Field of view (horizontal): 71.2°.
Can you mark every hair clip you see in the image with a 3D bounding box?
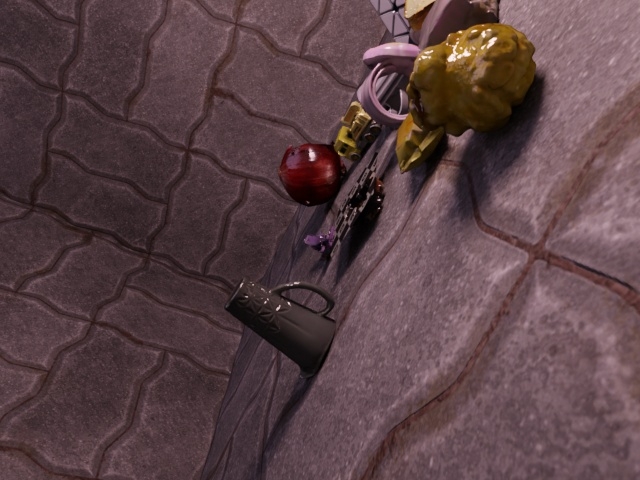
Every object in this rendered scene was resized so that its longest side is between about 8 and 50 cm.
[{"bbox_3d":[0.012,0.006,1.704,0.137,0.090,0.278,-65,15,-2],"label":"hair clip"}]

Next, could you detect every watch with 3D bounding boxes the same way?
[{"bbox_3d":[0.244,-0.455,1.323,0.211,0.249,0.217,-153,61,-79],"label":"watch"}]

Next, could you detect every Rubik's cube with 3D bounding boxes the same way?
[{"bbox_3d":[0.331,-0.879,1.656,0.233,0.229,0.228,-35,36,36],"label":"Rubik's cube"}]

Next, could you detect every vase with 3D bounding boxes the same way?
[{"bbox_3d":[-0.100,0.208,1.210,0.251,0.301,0.156,-55,11,7],"label":"vase"}]

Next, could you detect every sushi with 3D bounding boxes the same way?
[{"bbox_3d":[0.127,-0.105,1.401,0.292,0.059,0.294,-57,13,38],"label":"sushi"}]

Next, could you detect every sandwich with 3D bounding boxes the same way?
[{"bbox_3d":[0.373,-0.782,1.420,0.215,0.065,0.186,-18,52,37],"label":"sandwich"}]

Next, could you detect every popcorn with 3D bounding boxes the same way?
[{"bbox_3d":[0.248,-0.285,0.776,0.200,0.203,0.226,110,159,-46],"label":"popcorn"}]

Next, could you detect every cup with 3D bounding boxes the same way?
[{"bbox_3d":[0.263,-0.528,1.543,0.167,0.221,0.202,-28,-15,-41],"label":"cup"}]

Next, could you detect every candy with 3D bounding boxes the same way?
[{"bbox_3d":[0.341,-0.546,1.108,0.195,0.137,0.184,124,167,-53],"label":"candy"}]

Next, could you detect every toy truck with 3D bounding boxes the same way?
[{"bbox_3d":[0.150,-0.462,1.864,0.272,0.157,0.124,-51,17,54],"label":"toy truck"}]

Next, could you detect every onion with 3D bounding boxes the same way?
[{"bbox_3d":[-0.046,-0.315,2.125,0.341,0.341,0.341,-62,10,20],"label":"onion"}]

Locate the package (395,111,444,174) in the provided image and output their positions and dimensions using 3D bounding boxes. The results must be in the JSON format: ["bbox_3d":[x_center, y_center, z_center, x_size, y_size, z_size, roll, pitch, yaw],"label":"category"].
[{"bbox_3d":[0.242,-0.265,1.075,0.168,0.090,0.226,-57,10,33],"label":"package"}]

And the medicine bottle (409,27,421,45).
[{"bbox_3d":[0.378,-0.765,1.538,0.168,0.105,0.105,-68,10,-17],"label":"medicine bottle"}]
